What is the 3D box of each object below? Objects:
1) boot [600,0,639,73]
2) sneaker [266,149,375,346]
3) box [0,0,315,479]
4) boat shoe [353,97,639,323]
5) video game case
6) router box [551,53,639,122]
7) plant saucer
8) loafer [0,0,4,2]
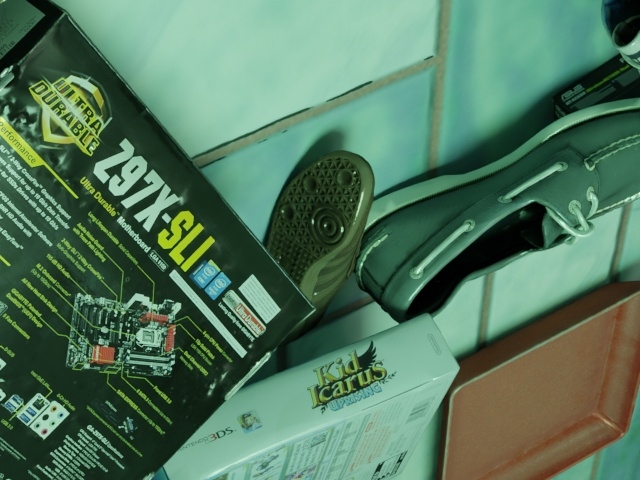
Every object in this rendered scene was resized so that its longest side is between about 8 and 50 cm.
[{"bbox_3d":[0.269,-0.130,1.270,0.123,0.258,0.095,6,165,-38],"label":"boot"},{"bbox_3d":[0.000,0.000,1.285,0.071,0.066,0.188,-24,150,-51],"label":"sneaker"},{"bbox_3d":[-0.180,0.035,1.043,0.257,0.079,0.322,-47,135,-8],"label":"box"},{"bbox_3d":[0.179,-0.018,1.344,0.319,0.099,0.116,-21,139,-9],"label":"boat shoe"},{"bbox_3d":[-0.028,0.175,1.351,0.244,0.061,0.269,-23,159,-18],"label":"video game case"},{"bbox_3d":[0.260,-0.113,1.413,0.122,0.038,0.092,-33,143,-12],"label":"router box"},{"bbox_3d":[0.217,0.163,1.664,0.259,0.048,0.258,-26,142,-22],"label":"plant saucer"},{"bbox_3d":[-0.225,-0.131,0.927,0.148,0.056,0.050,-26,144,-5],"label":"loafer"}]
